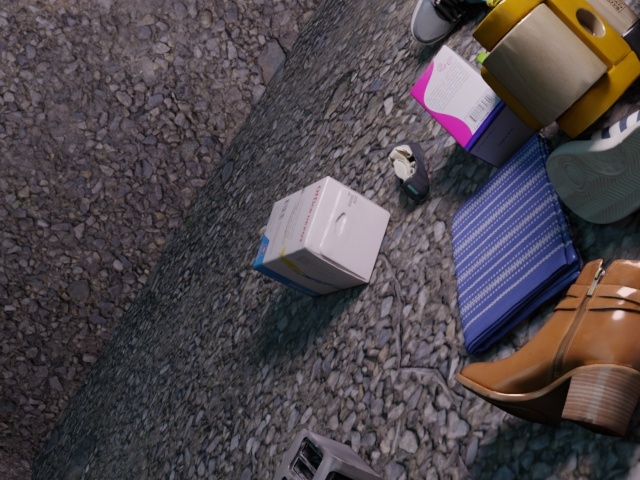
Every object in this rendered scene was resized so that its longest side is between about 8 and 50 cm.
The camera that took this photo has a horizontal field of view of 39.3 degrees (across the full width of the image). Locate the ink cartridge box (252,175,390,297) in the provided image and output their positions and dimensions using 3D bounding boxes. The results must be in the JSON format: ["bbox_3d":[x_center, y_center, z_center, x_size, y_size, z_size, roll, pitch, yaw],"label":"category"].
[{"bbox_3d":[0.000,0.000,1.894,0.233,0.168,0.171,-20,46,58],"label":"ink cartridge box"}]

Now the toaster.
[{"bbox_3d":[0.001,0.417,1.486,0.168,0.110,0.186,-61,22,-2],"label":"toaster"}]

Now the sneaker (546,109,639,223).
[{"bbox_3d":[0.440,-0.120,1.202,0.148,0.131,0.350,-34,4,-15],"label":"sneaker"}]

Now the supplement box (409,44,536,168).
[{"bbox_3d":[0.273,-0.239,1.601,0.111,0.114,0.220,-53,42,19],"label":"supplement box"}]

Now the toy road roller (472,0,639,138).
[{"bbox_3d":[0.337,-0.258,1.346,0.329,0.202,0.240,-40,-5,-43],"label":"toy road roller"}]

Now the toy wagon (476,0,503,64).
[{"bbox_3d":[0.402,-0.407,1.629,0.267,0.068,0.344,-49,25,14],"label":"toy wagon"}]

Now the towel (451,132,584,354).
[{"bbox_3d":[0.304,0.002,1.438,0.243,0.040,0.336,-47,24,34],"label":"towel"}]

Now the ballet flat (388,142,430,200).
[{"bbox_3d":[0.177,-0.155,1.831,0.074,0.074,0.203,-50,25,25],"label":"ballet flat"}]

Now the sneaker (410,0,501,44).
[{"bbox_3d":[0.310,-0.530,1.932,0.295,0.124,0.178,-51,15,21],"label":"sneaker"}]

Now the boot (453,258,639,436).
[{"bbox_3d":[0.310,0.125,1.171,0.283,0.109,0.220,-6,59,61],"label":"boot"}]
